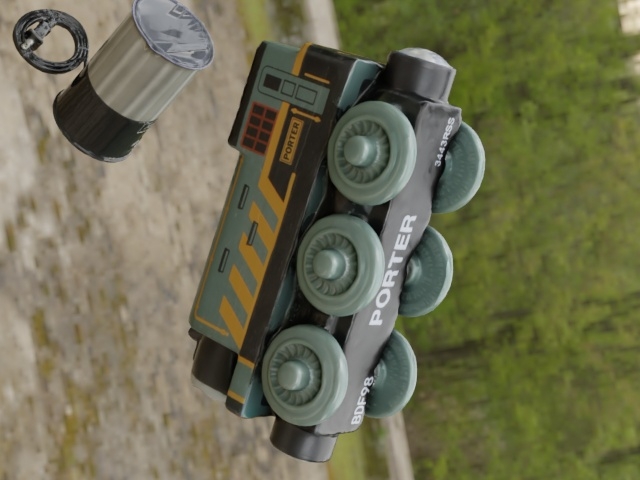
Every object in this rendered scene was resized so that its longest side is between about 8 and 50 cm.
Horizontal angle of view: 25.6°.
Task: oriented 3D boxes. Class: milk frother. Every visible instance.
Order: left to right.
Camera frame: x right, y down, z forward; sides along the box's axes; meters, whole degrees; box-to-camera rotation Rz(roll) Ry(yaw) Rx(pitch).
[{"bbox_3d":[-0.184,-0.168,1.223,0.143,0.135,0.129,33,35,-20],"label":"milk frother"}]

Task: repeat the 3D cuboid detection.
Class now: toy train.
[{"bbox_3d":[0.000,0.000,1.103,0.142,0.190,0.334,2,108,-52],"label":"toy train"}]
